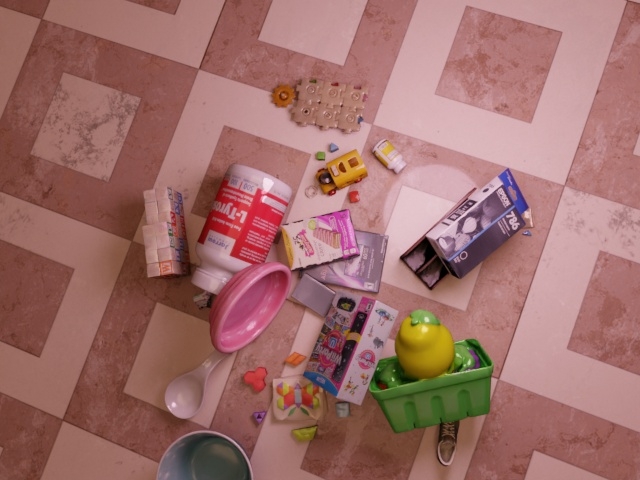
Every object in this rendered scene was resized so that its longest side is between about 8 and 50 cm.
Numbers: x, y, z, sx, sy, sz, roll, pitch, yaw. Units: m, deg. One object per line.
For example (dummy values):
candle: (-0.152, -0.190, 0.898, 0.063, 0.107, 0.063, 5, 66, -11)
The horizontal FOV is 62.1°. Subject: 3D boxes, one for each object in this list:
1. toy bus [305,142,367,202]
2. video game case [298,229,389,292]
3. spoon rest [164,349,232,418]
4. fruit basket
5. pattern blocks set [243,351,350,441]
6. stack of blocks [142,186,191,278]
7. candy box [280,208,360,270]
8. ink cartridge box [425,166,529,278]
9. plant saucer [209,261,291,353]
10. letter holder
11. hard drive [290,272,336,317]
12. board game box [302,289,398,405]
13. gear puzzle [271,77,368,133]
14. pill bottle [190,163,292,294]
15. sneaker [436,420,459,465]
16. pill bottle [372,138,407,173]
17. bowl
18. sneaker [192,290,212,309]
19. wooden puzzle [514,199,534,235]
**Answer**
toy bus: (0.058, -0.225, 1.780, 0.191, 0.104, 0.202, 18, 86, 8)
video game case: (0.078, 0.055, 1.789, 0.274, 0.026, 0.196, 10, 85, 7)
spoon rest: (-0.411, 0.469, 1.772, 0.137, 0.084, 0.276, 38, 89, 9)
fruit basket: (0.314, 0.359, 1.596, 0.392, 0.283, 0.392, 0, 99, 3)
pattern blocks set: (-0.073, 0.516, 1.757, 0.325, 0.026, 0.285, -18, 82, 4)
stack of blocks: (-0.522, -0.024, 1.793, 0.087, 0.171, 0.297, -9, 82, 5)
candy box: (0.000, 0.000, 1.756, 0.233, 0.071, 0.159, -14, 83, 6)
ink cartridge box: (0.484, -0.052, 1.571, 0.332, 0.065, 0.165, -40, 112, -6)
plant saucer: (-0.228, 0.197, 1.662, 0.084, 0.332, 0.332, 36, 89, 22)
letter holder: (0.410, -0.002, 1.660, 0.302, 0.214, 0.152, -43, 81, 0)
hard drive: (-0.018, 0.182, 1.774, 0.135, 0.022, 0.094, 32, 100, 4)
board game box: (0.087, 0.322, 1.646, 0.097, 0.224, 0.303, 27, 81, -28)
gear puzzle: (-0.009, -0.470, 1.850, 0.339, 0.044, 0.175, 11, 87, 10)
pill bottle: (-0.265, -0.024, 1.733, 0.229, 0.229, 0.408, 21, 87, 8)
sneaker: (0.402, 0.609, 1.661, 0.064, 0.086, 0.192, 9, 85, 7)
pill bottle: (0.234, -0.280, 1.785, 0.065, 0.065, 0.116, -42, 81, 1)
bowl: (-0.346, 0.747, 1.695, 0.311, 0.163, 0.311, -1, 84, 6)
sneaker: (-0.382, 0.202, 1.822, 0.098, 0.038, 0.069, -33, 83, 12)
wooden puzzle: (0.659, -0.075, 1.742, 0.078, 0.014, 0.116, 2, 84, 11)
